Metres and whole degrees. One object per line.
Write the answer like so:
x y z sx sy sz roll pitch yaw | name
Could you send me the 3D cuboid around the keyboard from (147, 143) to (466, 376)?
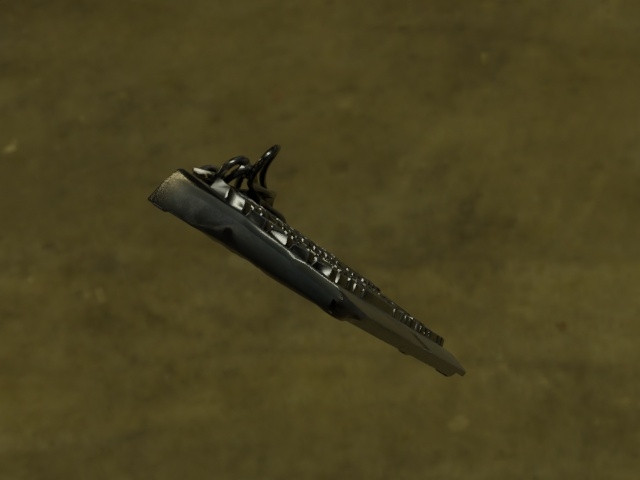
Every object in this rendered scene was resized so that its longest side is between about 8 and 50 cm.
0.000 0.000 0.521 0.100 0.192 0.038 31 88 16 | keyboard
